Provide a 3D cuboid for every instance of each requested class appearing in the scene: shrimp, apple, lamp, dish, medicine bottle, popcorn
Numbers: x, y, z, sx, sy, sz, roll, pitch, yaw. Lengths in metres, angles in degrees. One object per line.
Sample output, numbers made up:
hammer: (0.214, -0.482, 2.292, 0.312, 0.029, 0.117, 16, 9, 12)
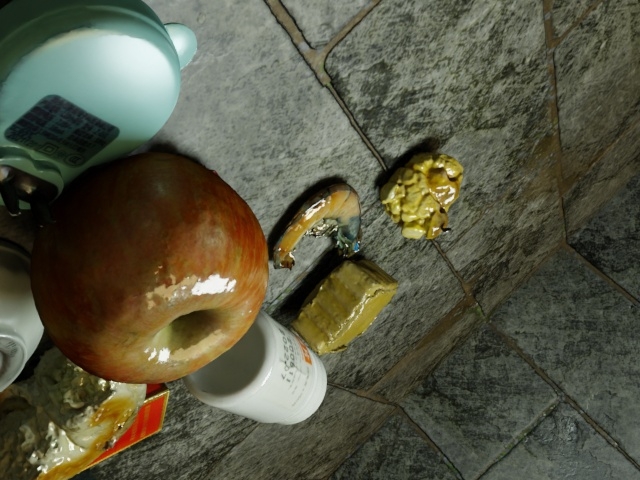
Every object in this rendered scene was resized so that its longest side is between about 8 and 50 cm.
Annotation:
shrimp: (0.000, 0.000, 1.372, 0.222, 0.054, 0.290, -40, 153, -7)
apple: (-0.217, 0.025, 0.835, 0.301, 0.301, 0.301, -32, 151, -21)
lamp: (-0.270, -0.149, 0.699, 0.284, 0.147, 0.209, -55, 150, 2)
dish: (-0.476, 0.134, 0.856, 0.303, 0.120, 0.303, -33, 151, -21)
medicine bottle: (-0.127, 0.274, 1.420, 0.211, 0.211, 0.371, -43, 153, -2)
popcorn: (0.213, -0.099, 1.435, 0.140, 0.163, 0.194, 78, 28, -79)

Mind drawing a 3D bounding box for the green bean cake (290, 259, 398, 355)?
green bean cake: (0.056, 0.150, 1.551, 0.230, 0.131, 0.224, -50, 163, 12)

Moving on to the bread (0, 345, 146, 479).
bread: (-0.396, 0.264, 1.089, 0.314, 0.171, 0.192, -50, 155, 16)

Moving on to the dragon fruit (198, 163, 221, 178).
dragon fruit: (-0.212, -0.052, 1.005, 0.127, 0.120, 0.161, -5, 121, 2)

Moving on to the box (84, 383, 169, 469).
box: (-0.422, 0.361, 1.304, 0.239, 0.074, 0.153, -21, 149, -38)

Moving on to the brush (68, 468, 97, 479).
brush: (-0.532, 0.524, 1.322, 0.197, 0.123, 0.059, -10, 134, -48)
